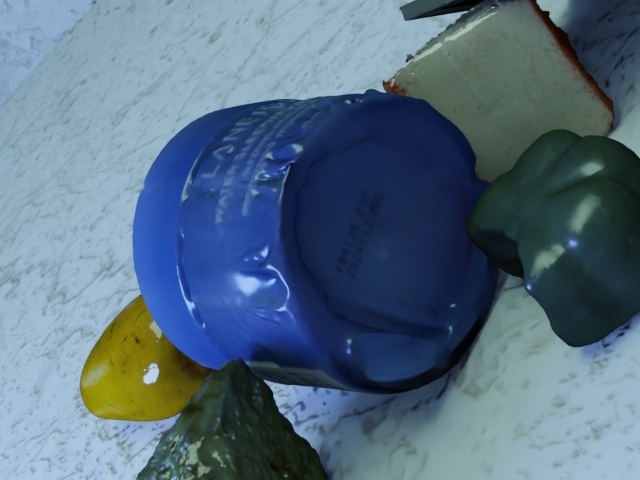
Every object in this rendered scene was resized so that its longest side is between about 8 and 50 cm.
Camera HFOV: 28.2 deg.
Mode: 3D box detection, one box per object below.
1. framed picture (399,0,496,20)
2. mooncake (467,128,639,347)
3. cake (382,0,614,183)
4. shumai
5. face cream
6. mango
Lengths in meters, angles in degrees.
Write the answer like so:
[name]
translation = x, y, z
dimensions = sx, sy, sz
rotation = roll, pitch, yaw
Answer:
[framed picture]
translation = 0.231, -0.249, 1.141
dimensions = 0.281, 0.019, 0.209
rotation = -18, 3, -44
[mooncake]
translation = 0.189, -0.003, 0.983
dimensions = 0.175, 0.104, 0.168
rotation = -6, 54, 55
[cake]
translation = 0.184, -0.131, 1.205
dimensions = 0.158, 0.160, 0.262
rotation = -35, -3, 17
[shumai]
translation = -0.104, 0.234, 0.990
dimensions = 0.218, 0.189, 0.256
rotation = -34, 26, 20
[face cream]
translation = 0.000, 0.000, 1.080
dimensions = 0.225, 0.249, 0.249
rotation = 0, 53, 50
[mango]
translation = -0.176, 0.120, 1.309
dimensions = 0.219, 0.112, 0.145
rotation = -27, 36, 40
